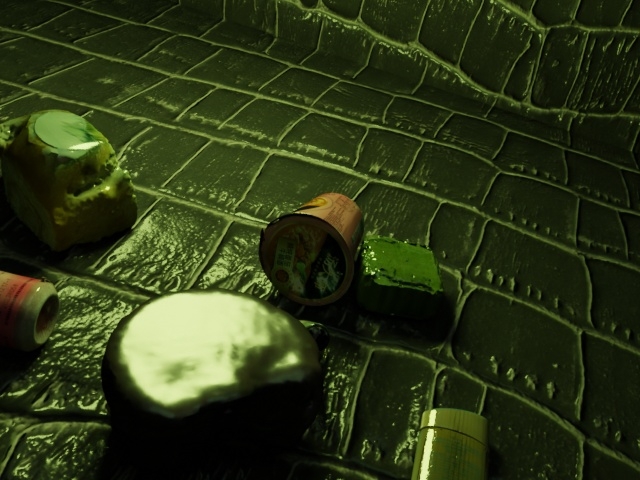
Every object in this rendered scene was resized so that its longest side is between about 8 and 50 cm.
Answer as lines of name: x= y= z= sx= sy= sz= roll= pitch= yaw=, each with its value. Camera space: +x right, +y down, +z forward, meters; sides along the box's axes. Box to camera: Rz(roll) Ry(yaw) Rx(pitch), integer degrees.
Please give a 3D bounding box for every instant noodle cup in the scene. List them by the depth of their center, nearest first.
instant noodle cup: x=0.000 y=0.000 z=1.575 sx=0.244 sy=0.244 sz=0.255 roll=20 pitch=27 yaw=9

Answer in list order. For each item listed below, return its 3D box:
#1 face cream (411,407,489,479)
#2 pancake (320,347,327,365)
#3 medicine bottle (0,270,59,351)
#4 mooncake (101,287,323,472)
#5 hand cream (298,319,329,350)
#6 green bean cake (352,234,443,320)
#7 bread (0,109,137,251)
face cream: x=0.242 y=0.427 z=1.185 sx=0.139 sy=0.067 sz=0.285 roll=18 pitch=37 yaw=5
pancake: x=-0.051 y=0.237 z=1.384 sx=0.129 sy=0.023 sz=0.116 roll=26 pitch=38 yaw=17
medicine bottle: x=-0.650 y=0.124 z=1.244 sx=0.247 sy=0.147 sz=0.147 roll=13 pitch=36 yaw=0
mooncake: x=-0.199 y=0.245 z=1.163 sx=0.381 sy=0.212 sz=0.351 roll=5 pitch=37 yaw=-19
hand cream: x=-0.025 y=0.188 z=1.340 sx=0.086 sy=0.055 sz=0.235 roll=20 pitch=-3 yaw=-8
green bean cake: x=0.191 y=0.087 z=1.585 sx=0.214 sy=0.113 sz=0.200 roll=10 pitch=37 yaw=-7
bread: x=-0.644 y=-0.186 z=1.566 sx=0.239 sy=0.264 sz=0.395 roll=-27 pitch=53 yaw=-36
